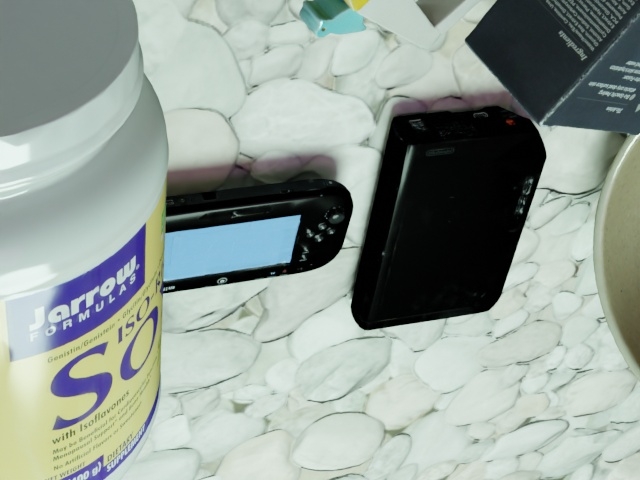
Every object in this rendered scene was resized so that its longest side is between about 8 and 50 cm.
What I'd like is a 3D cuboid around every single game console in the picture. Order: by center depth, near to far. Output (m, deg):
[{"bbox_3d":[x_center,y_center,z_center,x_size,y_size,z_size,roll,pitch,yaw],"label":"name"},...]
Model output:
[{"bbox_3d":[0.000,0.000,1.065,0.361,0.044,0.213,-8,136,-18],"label":"game console"}]

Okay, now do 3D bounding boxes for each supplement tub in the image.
[{"bbox_3d":[-0.214,0.001,0.813,0.241,0.241,0.331,-9,137,-17],"label":"supplement tub"}]

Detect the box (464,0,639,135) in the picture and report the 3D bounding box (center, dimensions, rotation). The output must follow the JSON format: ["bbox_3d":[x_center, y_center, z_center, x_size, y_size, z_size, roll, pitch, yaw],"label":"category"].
[{"bbox_3d":[0.212,-0.161,0.927,0.156,0.093,0.158,-1,137,-53],"label":"box"}]

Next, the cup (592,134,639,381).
[{"bbox_3d":[0.430,0.001,1.103,0.237,0.331,0.331,-18,146,-49],"label":"cup"}]

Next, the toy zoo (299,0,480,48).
[{"bbox_3d":[0.103,-0.229,0.816,0.293,0.030,0.192,-41,154,7],"label":"toy zoo"}]
